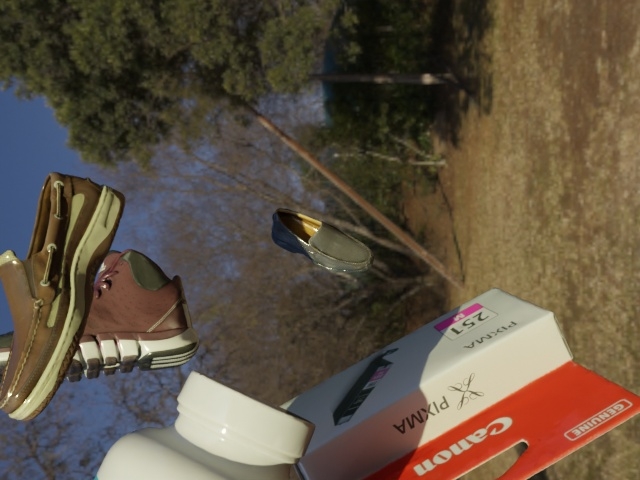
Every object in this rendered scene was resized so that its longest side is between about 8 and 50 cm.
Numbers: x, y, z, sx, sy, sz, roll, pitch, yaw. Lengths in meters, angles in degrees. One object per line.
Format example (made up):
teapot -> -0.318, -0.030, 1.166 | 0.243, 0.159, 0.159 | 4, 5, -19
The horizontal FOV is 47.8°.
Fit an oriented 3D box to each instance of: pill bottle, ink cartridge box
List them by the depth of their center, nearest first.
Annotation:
pill bottle -> -0.096, 0.222, 0.457 | 0.264, 0.146, 0.146 | -66, -17, -11
ink cartridge box -> 0.104, 0.150, 0.652 | 0.060, 0.275, 0.239 | 63, 173, -10

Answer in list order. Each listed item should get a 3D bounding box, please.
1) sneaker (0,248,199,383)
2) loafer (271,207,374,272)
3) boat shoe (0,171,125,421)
sneaker -> -0.305, 0.092, 0.934 | 0.106, 0.281, 0.163 | 130, 133, -56
loafer -> 0.000, 0.000, 1.092 | 0.061, 0.170, 0.062 | 84, -153, -57
boat shoe -> -0.280, 0.045, 0.715 | 0.095, 0.095, 0.257 | 29, -129, -28
